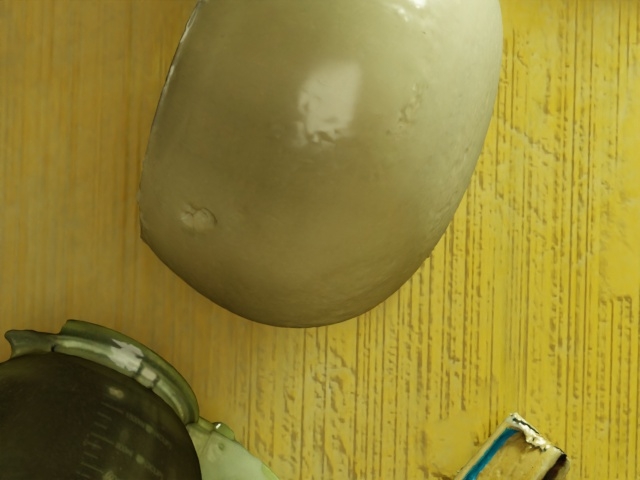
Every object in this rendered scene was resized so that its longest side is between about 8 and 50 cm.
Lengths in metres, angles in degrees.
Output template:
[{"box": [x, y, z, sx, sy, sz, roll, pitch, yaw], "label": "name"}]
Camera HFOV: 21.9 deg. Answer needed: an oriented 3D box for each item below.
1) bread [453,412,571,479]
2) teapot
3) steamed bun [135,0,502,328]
[{"box": [0.146, 0.198, 1.323, 0.072, 0.053, 0.106, 39, 81, 17], "label": "bread"}, {"box": [-0.149, 0.198, 1.185, 0.322, 0.239, 0.239, 23, 58, 0], "label": "teapot"}, {"box": [0.013, -0.088, 1.167, 0.206, 0.324, 0.324, 21, 86, 3], "label": "steamed bun"}]
